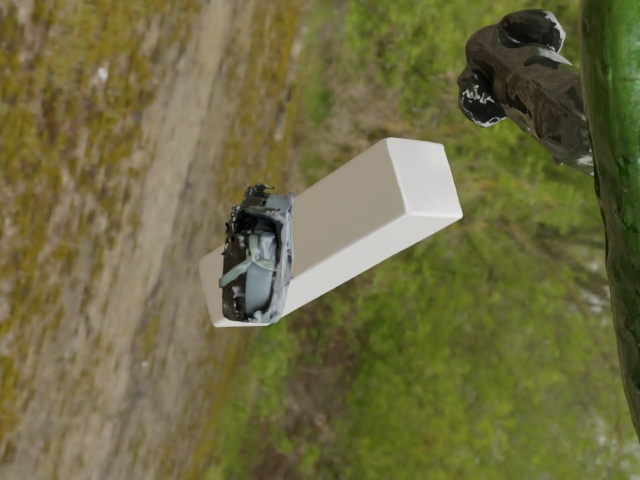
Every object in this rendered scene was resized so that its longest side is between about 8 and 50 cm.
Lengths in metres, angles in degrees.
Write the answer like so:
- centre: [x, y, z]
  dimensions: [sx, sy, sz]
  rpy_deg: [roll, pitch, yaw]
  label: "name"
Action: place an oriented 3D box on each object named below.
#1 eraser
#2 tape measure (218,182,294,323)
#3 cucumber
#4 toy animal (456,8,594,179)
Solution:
- centre: [0.001, 0.000, 1.191]
  dimensions: [0.298, 0.078, 0.076]
  rpy_deg: [-31, -113, 43]
  label: "eraser"
- centre: [-0.045, 0.012, 0.873]
  dimensions: [0.091, 0.054, 0.094]
  rpy_deg: [-81, 177, -74]
  label: "tape measure"
- centre: [0.117, 0.009, 0.393]
  dimensions: [0.056, 0.056, 0.250]
  rpy_deg: [-74, 152, -64]
  label: "cucumber"
- centre: [0.213, -0.127, 1.085]
  dimensions: [0.114, 0.146, 0.245]
  rpy_deg: [-62, -150, 4]
  label: "toy animal"
